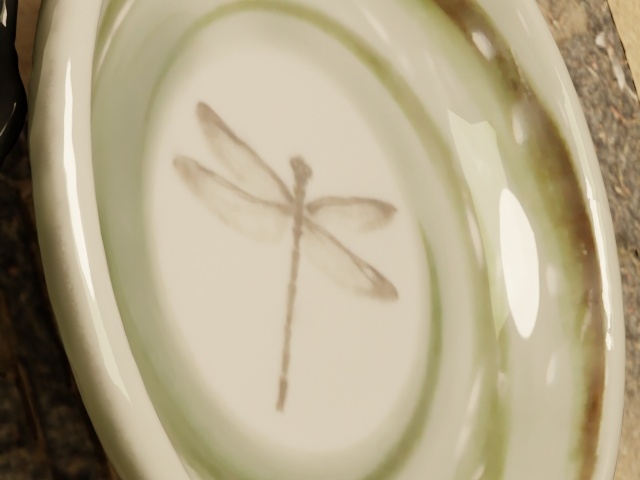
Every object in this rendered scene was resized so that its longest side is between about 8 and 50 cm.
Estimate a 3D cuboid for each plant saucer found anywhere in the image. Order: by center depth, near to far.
[{"bbox_3d":[0.000,0.000,0.735,0.400,0.101,0.400,22,61,-47],"label":"plant saucer"}]

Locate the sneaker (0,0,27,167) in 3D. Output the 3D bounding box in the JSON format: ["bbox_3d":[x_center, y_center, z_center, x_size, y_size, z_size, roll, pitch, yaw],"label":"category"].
[{"bbox_3d":[-0.162,-0.147,0.635,0.107,0.124,0.283,-1,76,-44],"label":"sneaker"}]
